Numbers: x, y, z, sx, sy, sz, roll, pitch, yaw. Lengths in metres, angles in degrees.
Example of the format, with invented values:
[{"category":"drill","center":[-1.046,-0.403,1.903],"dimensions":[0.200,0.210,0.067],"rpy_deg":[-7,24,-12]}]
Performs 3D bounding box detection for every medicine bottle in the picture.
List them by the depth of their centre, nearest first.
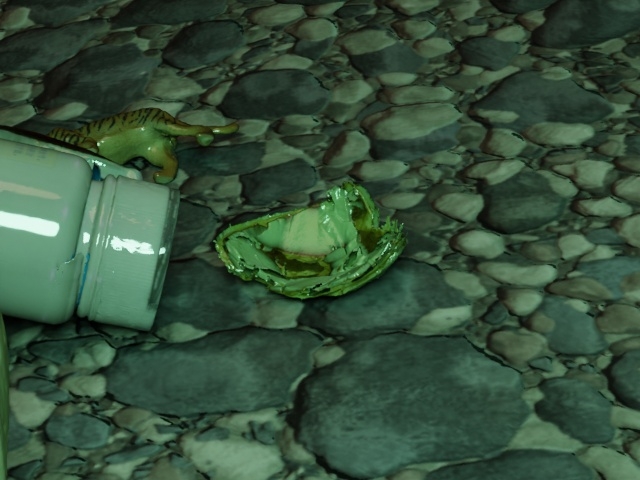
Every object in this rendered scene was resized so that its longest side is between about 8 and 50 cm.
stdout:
[{"category":"medicine bottle","center":[-0.251,-0.010,1.413],"dimensions":[0.258,0.143,0.143],"rpy_deg":[11,32,-7]}]

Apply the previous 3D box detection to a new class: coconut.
[{"category":"coconut","center":[0.001,0.005,1.474],"dimensions":[0.158,0.055,0.133],"rpy_deg":[10,36,23]}]

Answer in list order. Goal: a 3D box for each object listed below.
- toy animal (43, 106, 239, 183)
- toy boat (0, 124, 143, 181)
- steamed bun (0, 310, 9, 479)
[{"category":"toy animal","center":[-0.198,-0.090,1.661],"dimensions":[0.241,0.056,0.099],"rpy_deg":[-15,33,-10]},{"category":"toy boat","center":[-0.277,-0.032,1.553],"dimensions":[0.262,0.114,0.115],"rpy_deg":[13,70,27]},{"category":"steamed bun","center":[-0.385,0.129,1.126],"dimensions":[0.371,0.289,0.456],"rpy_deg":[-15,4,-19]}]
